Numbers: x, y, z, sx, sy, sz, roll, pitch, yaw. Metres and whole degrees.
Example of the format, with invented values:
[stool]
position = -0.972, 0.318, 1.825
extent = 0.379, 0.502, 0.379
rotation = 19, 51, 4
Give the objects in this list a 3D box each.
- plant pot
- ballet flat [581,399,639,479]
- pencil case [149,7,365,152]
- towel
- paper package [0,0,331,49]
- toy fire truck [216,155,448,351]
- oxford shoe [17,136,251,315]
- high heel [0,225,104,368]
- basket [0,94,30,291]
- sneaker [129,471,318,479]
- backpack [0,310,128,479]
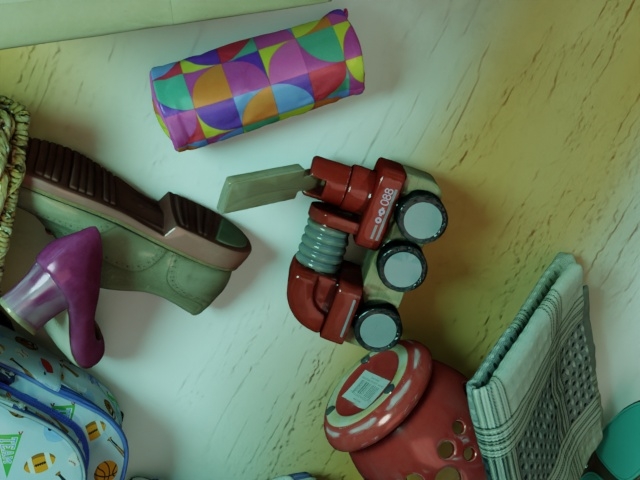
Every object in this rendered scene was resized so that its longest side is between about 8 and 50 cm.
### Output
[plant pot]
position = 0.116, 0.230, 1.043
extent = 0.191, 0.191, 0.174
rotation = -41, 106, 6
[ballet flat]
position = 0.432, 0.336, 1.203
extent = 0.096, 0.095, 0.280
rotation = 10, 120, -34
[pencil case]
position = -0.065, -0.173, 0.900
extent = 0.236, 0.104, 0.104
rotation = -19, 113, -6
[towel]
position = 0.289, 0.212, 1.034
extent = 0.056, 0.324, 0.312
rotation = 1, 119, 36
[paper package]
position = -0.168, -0.284, 0.711
extent = 0.310, 0.325, 0.168
rotation = -11, 113, -8
[toy fire truck]
position = 0.000, 0.000, 0.961
extent = 0.247, 0.158, 0.217
rotation = 19, 107, -5
[oxford shoe]
position = -0.255, -0.010, 0.911
extent = 0.348, 0.123, 0.130
rotation = 25, 110, -18
[high heel]
position = -0.256, 0.065, 0.911
extent = 0.117, 0.082, 0.244
rotation = -43, 158, -12
[basket]
position = -0.443, -0.016, 0.775
extent = 0.223, 0.214, 0.299
rotation = -1, 104, -58
[sneaker]
position = -0.162, 0.357, 1.071
extent = 0.316, 0.182, 0.127
rotation = -15, 118, -38
[backpack]
position = -0.355, 0.242, 0.949
extent = 0.263, 0.213, 0.276
rotation = 29, 100, -31
